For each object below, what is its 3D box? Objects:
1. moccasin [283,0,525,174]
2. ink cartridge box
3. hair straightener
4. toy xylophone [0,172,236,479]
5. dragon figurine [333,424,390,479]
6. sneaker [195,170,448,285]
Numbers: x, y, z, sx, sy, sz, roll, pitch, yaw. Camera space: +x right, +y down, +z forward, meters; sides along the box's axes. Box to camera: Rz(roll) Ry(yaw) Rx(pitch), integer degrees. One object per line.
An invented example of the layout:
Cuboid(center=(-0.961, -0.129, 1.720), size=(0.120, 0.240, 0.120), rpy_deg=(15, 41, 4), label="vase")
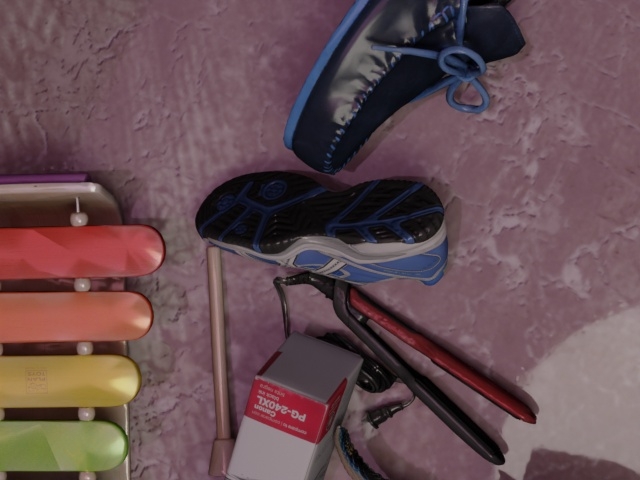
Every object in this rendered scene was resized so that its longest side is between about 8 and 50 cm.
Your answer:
Cuboid(center=(0.107, -0.179, 1.438), size=(0.117, 0.138, 0.342), rpy_deg=(39, 98, 7), label="moccasin")
Cuboid(center=(-0.028, 0.161, 1.475), size=(0.063, 0.109, 0.150), rpy_deg=(21, 110, 8), label="ink cartridge box")
Cuboid(center=(0.051, 0.105, 1.507), size=(0.230, 0.047, 0.089), rpy_deg=(35, 97, 5), label="hair straightener")
Cuboid(center=(-0.188, 0.099, 1.526), size=(0.236, 0.081, 0.322), rpy_deg=(-9, 92, 8), label="toy xylophone")
Cuboid(center=(0.120, 0.244, 1.484), size=(0.144, 0.085, 0.289), rpy_deg=(-24, 94, 7), label="dragon figurine")
Cuboid(center=(0.000, 0.000, 1.492), size=(0.211, 0.081, 0.080), rpy_deg=(7, 55, 26), label="sneaker")
